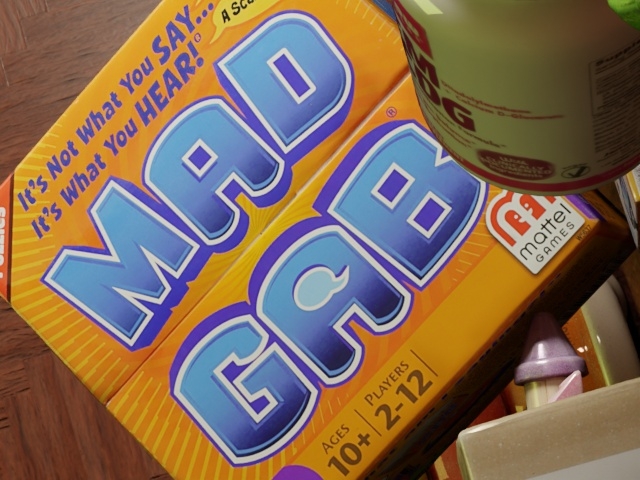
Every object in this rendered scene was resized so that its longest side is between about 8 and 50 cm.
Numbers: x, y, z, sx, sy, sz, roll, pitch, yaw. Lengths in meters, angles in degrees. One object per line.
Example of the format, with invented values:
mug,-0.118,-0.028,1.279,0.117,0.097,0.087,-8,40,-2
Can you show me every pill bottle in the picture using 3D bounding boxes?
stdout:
pill bottle,0.113,-0.142,1.033,0.283,0.160,0.160,65,-171,-68

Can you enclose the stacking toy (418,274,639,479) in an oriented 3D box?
stacking toy,0.130,0.234,2.179,0.350,0.479,0.351,-16,-90,-86

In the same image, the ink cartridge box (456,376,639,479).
ink cartridge box,0.187,0.179,0.958,0.088,0.193,0.235,67,-173,-79

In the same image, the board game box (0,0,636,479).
board game box,0.000,0.000,1.624,0.356,0.356,0.356,44,-171,11

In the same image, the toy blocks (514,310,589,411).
toy blocks,0.157,0.173,1.403,0.288,0.308,0.260,58,-155,-79

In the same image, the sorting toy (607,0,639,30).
sorting toy,0.152,-0.055,0.444,0.126,0.127,0.365,43,-168,-8

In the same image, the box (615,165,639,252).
box,0.244,-0.046,1.542,0.136,0.028,0.081,58,-164,-69
